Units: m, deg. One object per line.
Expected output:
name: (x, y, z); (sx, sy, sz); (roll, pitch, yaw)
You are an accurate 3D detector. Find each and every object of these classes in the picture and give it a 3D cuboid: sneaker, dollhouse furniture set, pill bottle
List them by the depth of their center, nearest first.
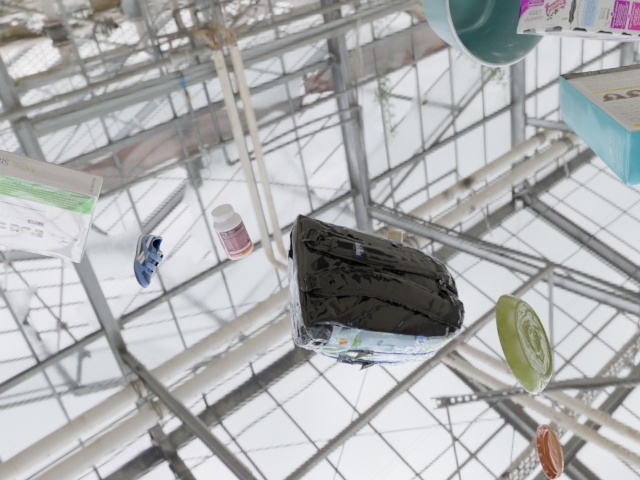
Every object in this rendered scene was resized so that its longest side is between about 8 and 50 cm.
sneaker: (-0.423, 0.048, 1.509); (0.059, 0.053, 0.144); (-7, -114, 10)
pill bottle: (-0.257, -0.027, 1.759); (0.086, 0.151, 0.086); (-13, -146, 9)
dollhouse furniture set: (0.150, 0.059, 1.792); (0.161, 0.181, 0.101); (3, -178, 17)

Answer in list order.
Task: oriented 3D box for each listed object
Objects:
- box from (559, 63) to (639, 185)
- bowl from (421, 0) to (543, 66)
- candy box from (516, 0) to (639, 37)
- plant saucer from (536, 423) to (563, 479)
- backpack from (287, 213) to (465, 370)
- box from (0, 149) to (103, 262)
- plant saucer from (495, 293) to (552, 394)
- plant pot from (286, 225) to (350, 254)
box: (0.350, -0.138, 0.684); (0.101, 0.060, 0.244); (-6, -154, 9)
bowl: (0.337, -0.530, 1.286); (0.312, 0.311, 0.163); (-23, -153, -20)
candy box: (0.500, -0.401, 1.098); (0.234, 0.071, 0.159); (-2, -163, -17)
plant saucer: (0.360, 0.330, 0.955); (0.014, 0.083, 0.083); (-4, -150, -2)
backpack: (0.113, 0.121, 1.241); (0.356, 0.273, 0.290); (1, -132, -11)
box: (-0.578, -0.062, 1.223); (0.233, 0.322, 0.058); (15, -119, -21)
plant saucer: (0.484, 0.235, 1.425); (0.037, 0.241, 0.241); (-25, -161, 35)
plant pot: (0.000, 0.000, 1.972); (0.237, 0.032, 0.236); (-16, 167, -4)
